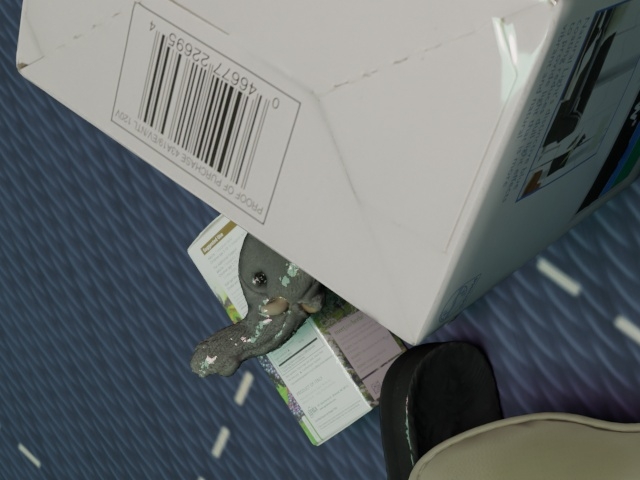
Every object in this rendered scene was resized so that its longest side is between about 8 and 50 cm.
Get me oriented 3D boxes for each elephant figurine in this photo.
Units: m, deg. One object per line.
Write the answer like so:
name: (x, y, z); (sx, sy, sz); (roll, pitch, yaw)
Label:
elephant figurine: (0.000, 0.000, 0.935); (0.239, 0.186, 0.169); (-4, 126, 10)

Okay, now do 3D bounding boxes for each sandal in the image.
sandal: (0.156, 0.311, 0.958); (0.107, 0.167, 0.446); (-5, 103, 46)

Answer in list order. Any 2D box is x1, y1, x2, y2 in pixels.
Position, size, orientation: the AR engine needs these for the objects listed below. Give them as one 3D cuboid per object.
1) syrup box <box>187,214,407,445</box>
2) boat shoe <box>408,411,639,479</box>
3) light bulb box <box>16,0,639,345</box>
syrup box: (-0.017, 0.069, 1.053); (0.096, 0.093, 0.237); (-41, 80, 40)
boat shoe: (0.246, 0.207, 0.854); (0.340, 0.127, 0.113); (-12, 121, 10)
light bulb box: (0.053, -0.169, 0.738); (0.358, 0.361, 0.225); (35, 126, 22)
